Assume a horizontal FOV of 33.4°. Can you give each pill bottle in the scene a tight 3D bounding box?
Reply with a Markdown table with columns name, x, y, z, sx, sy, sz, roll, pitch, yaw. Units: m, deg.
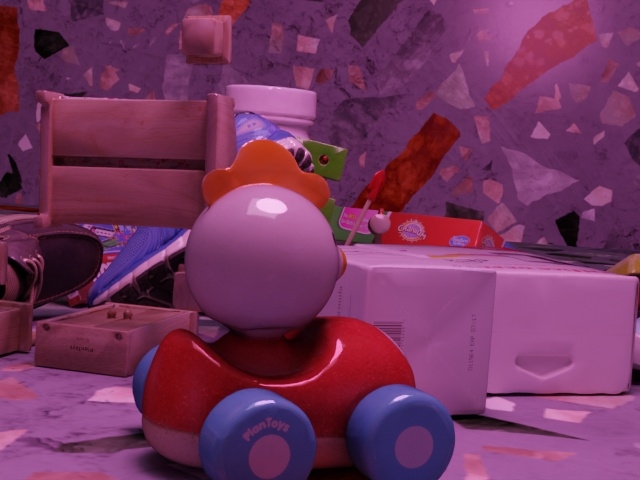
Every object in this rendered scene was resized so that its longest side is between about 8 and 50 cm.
| name | x | y | z | sx | sy | sz | roll | pitch | yaw |
| --- | --- | --- | --- | --- | --- | --- | --- | --- | --- |
| pill bottle | -0.082 | -0.054 | 1.503 | 0.176 | 0.319 | 0.176 | 5 | 5 | 0 |

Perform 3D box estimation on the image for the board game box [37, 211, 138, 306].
| name | x | y | z | sx | sy | sz | roll | pitch | yaw |
| --- | --- | --- | --- | --- | --- | --- | --- | --- | --- |
| board game box | -0.292 | 0.017 | 1.596 | 0.027 | 0.145 | 0.281 | -26 | -11 | 28 |

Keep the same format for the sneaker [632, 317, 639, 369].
| name | x | y | z | sx | sy | sz | roll | pitch | yaw |
| --- | --- | --- | --- | --- | --- | --- | --- | --- | --- |
| sneaker | 0.475 | 0.083 | 1.287 | 0.365 | 0.150 | 0.135 | 0 | 5 | -41 |

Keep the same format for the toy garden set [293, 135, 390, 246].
| name | x | y | z | sx | sy | sz | roll | pitch | yaw |
| --- | --- | --- | --- | --- | --- | --- | --- | --- | --- |
| toy garden set | 0.000 | 0.000 | 1.400 | 0.203 | 0.244 | 0.049 | 14 | -4 | -2 |

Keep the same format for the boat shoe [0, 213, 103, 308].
| name | x | y | z | sx | sy | sz | roll | pitch | yaw |
| --- | --- | --- | --- | --- | --- | --- | --- | --- | --- |
| boat shoe | -0.391 | 0.055 | 1.252 | 0.130 | 0.132 | 0.355 | 20 | 23 | 37 |

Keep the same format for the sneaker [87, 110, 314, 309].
| name | x | y | z | sx | sy | sz | roll | pitch | yaw |
| --- | --- | --- | --- | --- | --- | --- | --- | --- | --- |
| sneaker | -0.163 | -0.027 | 1.321 | 0.147 | 0.330 | 0.130 | 49 | 3 | 36 |

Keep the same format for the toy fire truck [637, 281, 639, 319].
| name | x | y | z | sx | sy | sz | roll | pitch | yaw |
| --- | --- | --- | --- | --- | --- | --- | --- | --- | --- |
| toy fire truck | 0.604 | 0.075 | 1.564 | 0.302 | 0.169 | 0.254 | 2 | -15 | -15 |

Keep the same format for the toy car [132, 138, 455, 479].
| name | x | y | z | sx | sy | sz | roll | pitch | yaw |
| --- | --- | --- | --- | --- | --- | --- | --- | --- | --- |
| toy car | -0.023 | 0.046 | 0.793 | 0.210 | 0.238 | 0.219 | 2 | 5 | -24 |

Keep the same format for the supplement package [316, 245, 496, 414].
| name | x | y | z | sx | sy | sz | roll | pitch | yaw |
| --- | --- | --- | --- | --- | --- | --- | --- | --- | --- |
| supplement package | 0.047 | 0.080 | 1.051 | 0.133 | 0.139 | 0.244 | 3 | 3 | -24 |

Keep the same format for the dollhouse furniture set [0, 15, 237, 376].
| name | x | y | z | sx | sy | sz | roll | pitch | yaw |
| --- | --- | --- | --- | --- | --- | --- | --- | --- | --- |
| dollhouse furniture set | -0.223 | -0.052 | 1.134 | 0.303 | 0.356 | 0.174 | 4 | 4 | 15 |

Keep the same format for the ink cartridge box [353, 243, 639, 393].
| name | x | y | z | sx | sy | sz | roll | pitch | yaw |
| --- | --- | --- | --- | --- | --- | --- | --- | --- | --- |
| ink cartridge box | 0.184 | 0.080 | 1.223 | 0.226 | 0.131 | 0.306 | 2 | 3 | -18 |

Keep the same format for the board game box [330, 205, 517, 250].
| name | x | y | z | sx | sy | sz | roll | pitch | yaw |
| --- | --- | --- | --- | --- | --- | --- | --- | --- | --- |
| board game box | 0.189 | 0.022 | 1.882 | 0.316 | 0.064 | 0.242 | 7 | -16 | 36 |

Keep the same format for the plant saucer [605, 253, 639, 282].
| name | x | y | z | sx | sy | sz | roll | pitch | yaw |
| --- | --- | --- | --- | --- | --- | --- | --- | --- | --- |
| plant saucer | 0.530 | 0.066 | 1.722 | 0.188 | 0.045 | 0.188 | 3 | -22 | -16 |
